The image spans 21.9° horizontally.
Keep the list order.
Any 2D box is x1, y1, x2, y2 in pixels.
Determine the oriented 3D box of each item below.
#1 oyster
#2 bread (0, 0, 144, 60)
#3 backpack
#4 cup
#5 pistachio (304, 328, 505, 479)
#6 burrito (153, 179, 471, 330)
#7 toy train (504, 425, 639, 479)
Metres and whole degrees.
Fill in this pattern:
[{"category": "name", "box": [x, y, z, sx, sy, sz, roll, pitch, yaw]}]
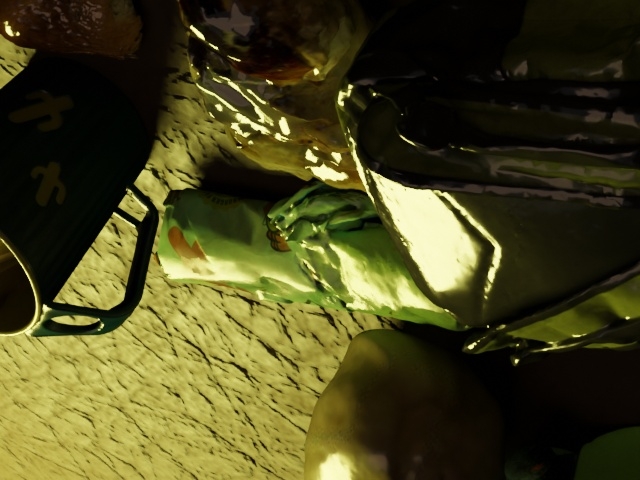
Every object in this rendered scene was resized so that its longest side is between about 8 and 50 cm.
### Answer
[{"category": "oyster", "box": [-0.027, -0.107, 0.945, 0.161, 0.107, 0.232, 10, 139, 18]}, {"category": "bread", "box": [-0.175, -0.166, 1.039, 0.126, 0.044, 0.129, 17, 136, 21]}, {"category": "backpack", "box": [0.137, -0.037, 0.854, 0.253, 0.140, 0.207, -3, 131, 39]}, {"category": "cup", "box": [-0.184, -0.022, 1.109, 0.176, 0.155, 0.131, 38, 143, -6]}, {"category": "pistachio", "box": [0.056, 0.154, 1.139, 0.138, 0.153, 0.238, -11, 139, -7]}, {"category": "burrito", "box": [0.000, 0.000, 1.078, 0.288, 0.054, 0.104, 10, 135, 32]}, {"category": "toy train", "box": [0.225, 0.227, 1.122, 0.157, 0.105, 0.253, -13, 123, 29]}]
